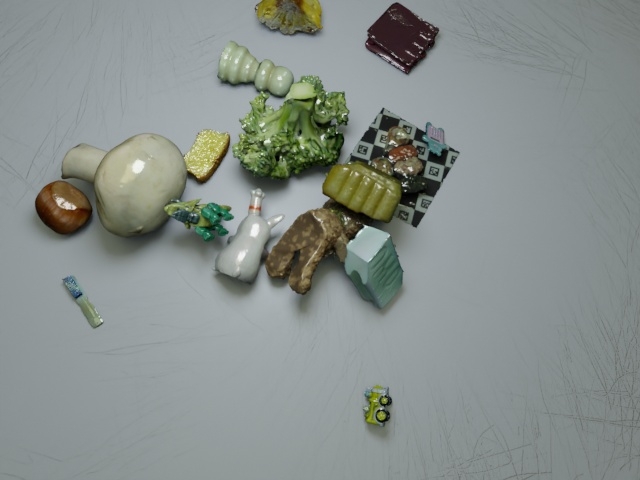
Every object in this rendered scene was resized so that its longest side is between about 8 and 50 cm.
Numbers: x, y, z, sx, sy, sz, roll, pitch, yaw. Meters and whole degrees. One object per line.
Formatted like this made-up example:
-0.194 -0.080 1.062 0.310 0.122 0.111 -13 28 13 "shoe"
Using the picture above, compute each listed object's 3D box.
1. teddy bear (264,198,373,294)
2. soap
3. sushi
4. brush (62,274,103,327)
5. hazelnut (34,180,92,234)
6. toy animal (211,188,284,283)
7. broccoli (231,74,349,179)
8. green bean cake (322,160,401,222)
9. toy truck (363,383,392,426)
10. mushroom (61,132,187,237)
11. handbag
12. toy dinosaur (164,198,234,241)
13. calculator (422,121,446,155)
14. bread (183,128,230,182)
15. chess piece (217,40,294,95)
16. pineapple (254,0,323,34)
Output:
-0.003 0.009 1.414 0.246 0.223 0.296 28 96 38 "teddy bear"
0.157 0.075 1.357 0.091 0.230 0.145 27 70 39 "soap"
0.264 -0.258 1.550 0.320 0.069 0.339 33 74 5 "sushi"
-0.692 0.173 1.367 0.033 0.030 0.178 -34 78 -23 "brush"
-0.763 -0.094 1.387 0.150 0.150 0.150 1 73 -4 "hazelnut"
-0.206 -0.003 1.409 0.141 0.138 0.282 25 66 -5 "toy animal"
-0.081 -0.350 1.456 0.339 0.317 0.277 5 53 -43 "broccoli"
0.133 -0.158 1.412 0.233 0.236 0.124 27 105 4 "green bean cake"
0.159 0.464 1.330 0.077 0.076 0.111 4 71 17 "toy truck"
-0.571 -0.182 1.349 0.336 0.314 0.314 22 73 2 "mushroom"
0.292 -0.726 1.690 0.216 0.074 0.203 36 74 4 "handbag"
-0.319 -0.072 1.369 0.153 0.259 0.094 36 112 22 "toy dinosaur"
0.384 -0.342 1.584 0.094 0.019 0.141 21 53 -13 "calculator"
-0.366 -0.276 1.509 0.103 0.065 0.187 23 74 4 "bread"
-0.209 -0.563 1.584 0.243 0.133 0.133 20 73 -6 "chess piece"
-0.105 -0.794 1.618 0.237 0.186 0.114 -2 75 -12 "pineapple"
